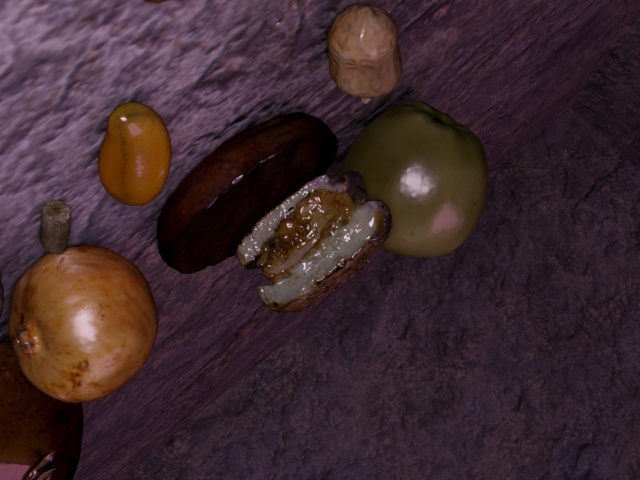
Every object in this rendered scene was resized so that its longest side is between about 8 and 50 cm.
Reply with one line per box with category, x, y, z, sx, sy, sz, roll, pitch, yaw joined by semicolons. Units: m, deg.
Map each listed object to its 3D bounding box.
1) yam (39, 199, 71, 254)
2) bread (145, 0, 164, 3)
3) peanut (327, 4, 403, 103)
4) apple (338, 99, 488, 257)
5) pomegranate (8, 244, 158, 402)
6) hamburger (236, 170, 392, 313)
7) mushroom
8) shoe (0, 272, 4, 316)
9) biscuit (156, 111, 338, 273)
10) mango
yam;-0.385;-0.017;1.008;0.043;0.043;0.094;-30;164;-39
bread;-0.090;-0.353;0.679;0.235;0.099;0.210;-27;159;-27
peanut;0.072;-0.311;1.165;0.129;0.129;0.224;-41;160;-2
apple;0.218;-0.137;1.625;0.357;0.357;0.357;-38;166;-12
pomegranate;-0.373;0.130;1.092;0.248;0.248;0.248;-38;166;-12
hamburger;0.000;0.000;1.455;0.318;0.195;0.277;-40;168;13
mushroom;-0.565;0.313;1.199;0.334;0.356;0.331;0;124;-34
shoe;-0.515;0.092;0.861;0.171;0.132;0.336;-13;153;-45
biscuit;-0.141;-0.094;1.335;0.407;0.091;0.407;-39;169;-9
mango;-0.256;-0.122;0.959;0.102;0.085;0.184;-29;151;-29
